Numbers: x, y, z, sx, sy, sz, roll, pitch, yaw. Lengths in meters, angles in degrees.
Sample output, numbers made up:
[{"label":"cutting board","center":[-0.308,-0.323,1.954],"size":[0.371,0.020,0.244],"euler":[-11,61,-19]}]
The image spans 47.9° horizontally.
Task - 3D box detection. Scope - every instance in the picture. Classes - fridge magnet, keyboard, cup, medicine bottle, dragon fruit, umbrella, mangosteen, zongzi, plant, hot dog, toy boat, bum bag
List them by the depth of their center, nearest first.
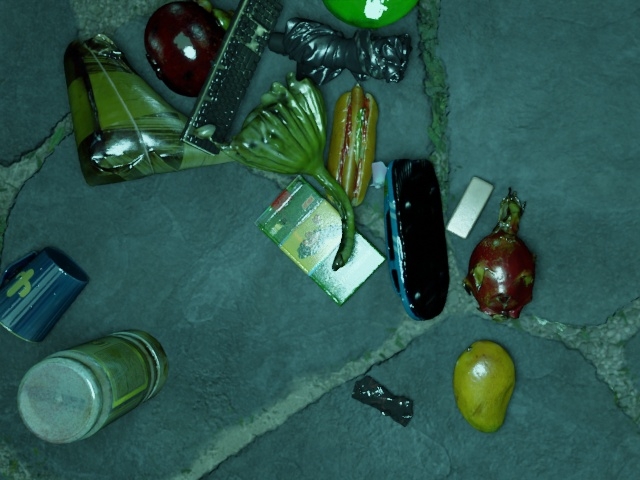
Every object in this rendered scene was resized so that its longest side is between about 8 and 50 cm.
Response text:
[{"label":"medicine bottle","center":[-0.400,0.255,1.302],"size":[0.151,0.322,0.151],"euler":[0,90,7]},{"label":"dragon fruit","center":[0.334,0.023,1.311],"size":[0.126,0.125,0.246],"euler":[10,75,22]},{"label":"keyboard","center":[-0.161,-0.312,1.322],"size":[0.027,0.106,0.316],"euler":[25,92,35]},{"label":"plant","center":[-0.037,-0.134,1.336],"size":[0.251,0.180,0.333],"euler":[-45,110,-33]},{"label":"toy boat","center":[0.159,0.000,1.339],"size":[0.092,0.134,0.298],"euler":[-5,90,42]},{"label":"umbrella","center":[0.032,-0.349,1.341],"size":[0.273,0.122,0.110],"euler":[11,67,17]},{"label":"fridge magnet","center":[0.095,-0.498,1.346],"size":[0.208,0.088,0.207],"euler":[0,90,8]},{"label":"mangosteen","center":[-0.232,-0.371,1.362],"size":[0.200,0.200,0.199],"euler":[0,90,8]},{"label":"hot dog","center":[0.059,-0.182,1.366],"size":[0.092,0.062,0.235],"euler":[4,90,12]},{"label":"bum bag","center":[0.120,0.304,1.372],"size":[0.124,0.034,0.057],"euler":[29,103,8]},{"label":"zongzi","center":[-0.322,-0.265,1.403],"size":[0.318,0.154,0.289],"euler":[-9,83,-15]},{"label":"cup","center":[-0.564,0.091,1.436],"size":[0.155,0.131,0.176],"euler":[-46,59,1]}]

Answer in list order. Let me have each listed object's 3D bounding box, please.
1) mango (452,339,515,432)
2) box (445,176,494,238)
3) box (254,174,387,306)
[{"label":"mango","center":[0.296,0.265,1.323],"size":[0.115,0.089,0.164],"euler":[15,96,-2]},{"label":"box","center":[0.281,-0.061,1.352],"size":[0.048,0.025,0.115],"euler":[28,94,12]},{"label":"box","center":[0.000,0.000,1.388],"size":[0.235,0.034,0.132],"euler":[43,96,5]}]
